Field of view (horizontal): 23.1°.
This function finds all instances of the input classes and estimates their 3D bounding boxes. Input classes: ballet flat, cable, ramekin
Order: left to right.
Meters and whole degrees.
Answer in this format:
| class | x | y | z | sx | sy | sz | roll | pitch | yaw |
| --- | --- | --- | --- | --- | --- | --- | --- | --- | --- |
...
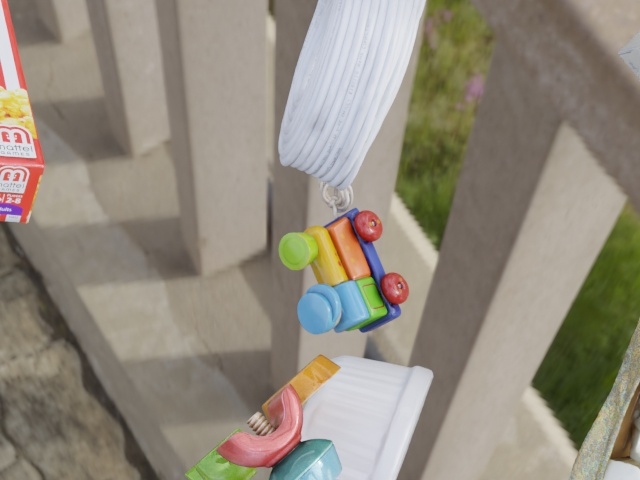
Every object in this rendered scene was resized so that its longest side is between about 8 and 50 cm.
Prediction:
| class | x | y | z | sx | sy | sz | roll | pitch | yaw |
| --- | --- | --- | --- | --- | --- | --- | --- | --- | --- |
| ramekin | 0.032 | 0.261 | 1.865 | 0.127 | 0.273 | 0.273 | 20 | 69 | 5 |
| cable | 0.030 | -0.184 | 1.595 | 0.089 | 0.257 | 0.257 | 18 | 51 | -8 |
| ballet flat | 0.369 | 0.222 | 1.761 | 0.123 | 0.123 | 0.348 | 21 | 88 | 7 |

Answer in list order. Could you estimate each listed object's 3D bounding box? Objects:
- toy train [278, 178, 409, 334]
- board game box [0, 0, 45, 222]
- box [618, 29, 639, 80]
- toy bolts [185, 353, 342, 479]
| class | x | y | z | sx | sy | sz | roll | pitch | yaw |
| --- | --- | --- | --- | --- | --- | --- | --- | --- | --- |
| toy train | 0.000 | 0.000 | 1.965 | 0.143 | 0.105 | 0.248 | -10 | 74 | -52 |
| board game box | -0.234 | -0.094 | 0.819 | 0.147 | 0.045 | 0.193 | 2 | 45 | -26 |
| box | 0.514 | -0.298 | 1.973 | 0.275 | 0.113 | 0.094 | -44 | 101 | -10 |
| toy bolts | -0.013 | 0.238 | 1.655 | 0.218 | 0.228 | 0.158 | -41 | 88 | -17 |
